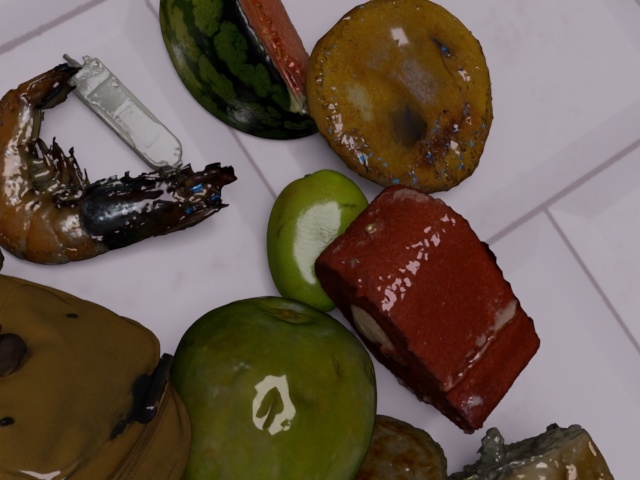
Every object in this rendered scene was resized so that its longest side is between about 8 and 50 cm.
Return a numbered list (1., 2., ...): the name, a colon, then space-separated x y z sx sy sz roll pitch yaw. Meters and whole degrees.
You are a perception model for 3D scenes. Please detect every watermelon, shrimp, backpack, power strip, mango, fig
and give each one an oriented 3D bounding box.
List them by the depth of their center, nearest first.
1. backpack: -0.305 0.160 0.907 0.378 0.201 0.353 -2 35 10
2. fig: -0.044 0.215 1.047 0.233 0.233 0.314 -12 91 -13
3. shrimp: -0.243 -0.093 1.122 0.290 0.054 0.222 -9 88 -1
4. mango: -0.006 -0.003 1.152 0.117 0.089 0.163 23 76 -6
5. watermelon: -0.097 -0.257 1.165 0.159 0.128 0.303 -24 84 -15
6. power strip: -0.231 -0.150 1.167 0.191 0.030 0.047 45 76 0

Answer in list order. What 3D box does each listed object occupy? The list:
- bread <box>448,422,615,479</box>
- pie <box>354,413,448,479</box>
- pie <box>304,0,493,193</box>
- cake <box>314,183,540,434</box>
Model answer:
1. bread: 0.223 0.321 1.072 0.176 0.195 0.246 -17 79 -29
2. pie: 0.069 0.279 1.083 0.163 0.079 0.193 -32 53 16
3. pie: 0.101 -0.170 1.196 0.273 0.069 0.273 7 73 -24
4. cake: 0.110 0.074 1.088 0.151 0.177 0.283 -50 123 -17
